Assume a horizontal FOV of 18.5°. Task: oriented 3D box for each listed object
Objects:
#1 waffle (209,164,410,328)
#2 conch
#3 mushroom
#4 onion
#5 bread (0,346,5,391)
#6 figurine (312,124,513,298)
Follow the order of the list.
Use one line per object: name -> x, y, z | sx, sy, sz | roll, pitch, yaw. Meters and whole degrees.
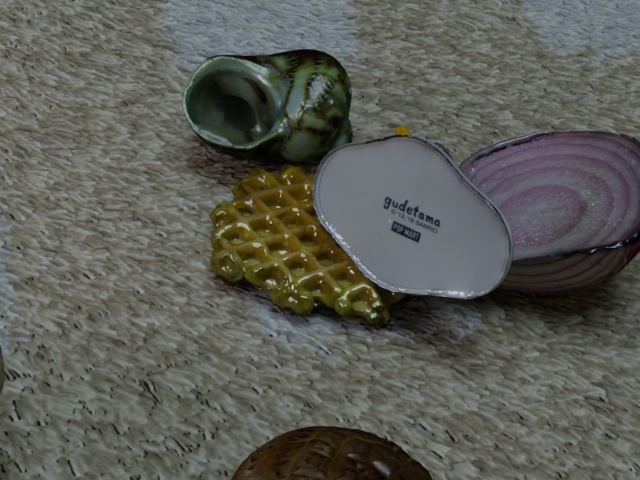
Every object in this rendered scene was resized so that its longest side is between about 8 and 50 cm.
waffle -> 0.000, -0.001, 2.210 | 0.254, 0.052, 0.245 | 15, 38, 7
conch -> -0.050, -0.148, 2.315 | 0.181, 0.124, 0.187 | 32, 66, 27
mushroom -> 0.034, 0.271, 1.777 | 0.253, 0.153, 0.253 | 33, 23, -16
onion -> 0.265, -0.020, 2.234 | 0.250, 0.111, 0.247 | -4, 36, 17
bread -> -0.474, 0.129, 1.751 | 0.376, 0.253, 0.348 | -20, 84, -19
figurine -> 0.129, -0.028, 2.141 | 0.250, 0.167, 0.141 | 36, 23, 25
